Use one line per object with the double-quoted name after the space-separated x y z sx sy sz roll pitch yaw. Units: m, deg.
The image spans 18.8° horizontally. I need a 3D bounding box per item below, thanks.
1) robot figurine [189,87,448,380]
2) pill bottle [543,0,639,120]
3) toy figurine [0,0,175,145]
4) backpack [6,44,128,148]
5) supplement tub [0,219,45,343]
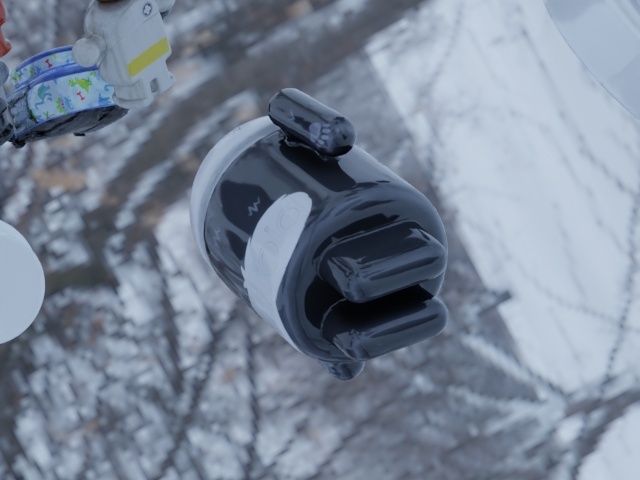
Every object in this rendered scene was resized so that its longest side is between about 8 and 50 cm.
0.002 -0.002 1.673 0.173 0.209 0.278 25 -171 -39 "robot figurine"
0.284 -0.200 1.177 0.161 0.283 0.161 38 -155 -22 "pill bottle"
-0.218 -0.188 1.477 0.209 0.213 0.148 -99 -5 -56 "toy figurine"
-0.243 -0.146 1.876 0.114 0.105 0.084 -15 90 50 "backpack"
-0.399 0.036 2.137 0.199 0.144 0.144 18 141 58 "supplement tub"
